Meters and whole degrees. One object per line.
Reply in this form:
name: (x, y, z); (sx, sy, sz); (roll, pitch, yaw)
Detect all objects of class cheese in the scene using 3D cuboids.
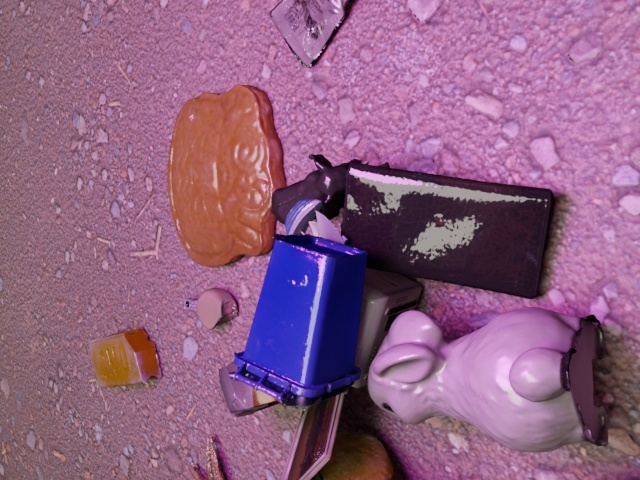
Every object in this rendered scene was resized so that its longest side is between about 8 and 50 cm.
cheese: (-0.258, 0.161, 1.461); (0.171, 0.047, 0.092); (-21, 78, 41)

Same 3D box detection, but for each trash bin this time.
trash bin: (-0.025, 0.116, 0.955); (0.162, 0.184, 0.235); (17, 101, 32)

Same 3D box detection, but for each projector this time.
projector: (0.034, 0.116, 1.114); (0.242, 0.163, 0.177); (27, 111, 35)

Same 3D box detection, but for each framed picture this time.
framed picture: (-0.012, 0.343, 1.148); (0.014, 0.252, 0.197); (31, 122, -6)

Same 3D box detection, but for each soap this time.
soap: (-0.528, 0.319, 1.708); (0.232, 0.073, 0.140); (-16, 88, 41)

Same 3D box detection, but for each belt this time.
belt: (-0.097, 0.269, 1.217); (0.261, 0.184, 0.105); (118, 135, -72)

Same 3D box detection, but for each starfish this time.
starfish: (-0.237, 0.585, 1.489); (0.295, 0.048, 0.231); (-47, 64, 34)

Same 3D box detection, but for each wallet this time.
wallet: (0.183, -0.019, 0.976); (0.321, 0.044, 0.170); (11, 111, 23)

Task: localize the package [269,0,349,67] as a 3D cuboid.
package: (0.005, -0.453, 1.165); (0.239, 0.030, 0.154); (-45, 64, 36)

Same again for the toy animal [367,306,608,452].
toy animal: (0.213, 0.194, 0.907); (0.357, 0.258, 0.194); (-7, 56, 35)

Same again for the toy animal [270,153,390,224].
toy animal: (0.013, -0.081, 1.120); (0.245, 0.146, 0.115); (-36, 70, 38)

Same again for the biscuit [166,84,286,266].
biscuit: (-0.223, -0.134, 1.388); (0.365, 0.062, 0.385); (-3, 92, 42)

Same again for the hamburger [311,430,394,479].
hamburger: (0.044, 0.434, 1.128); (0.159, 0.185, 0.131); (-108, 23, -57)

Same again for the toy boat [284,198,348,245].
toy boat: (-0.001, -0.012, 1.032); (0.149, 0.034, 0.105); (25, 117, 36)
